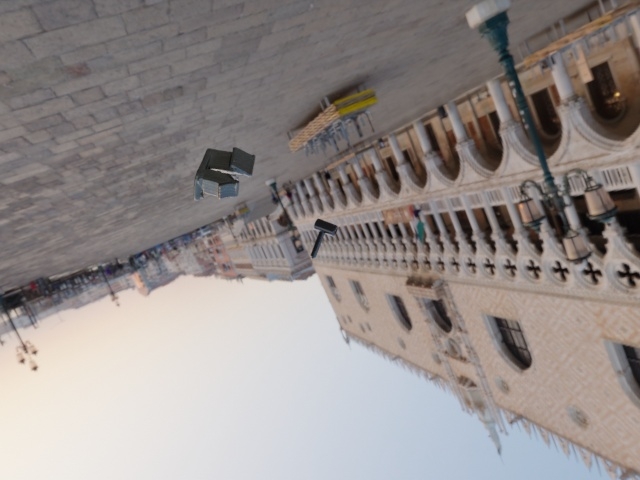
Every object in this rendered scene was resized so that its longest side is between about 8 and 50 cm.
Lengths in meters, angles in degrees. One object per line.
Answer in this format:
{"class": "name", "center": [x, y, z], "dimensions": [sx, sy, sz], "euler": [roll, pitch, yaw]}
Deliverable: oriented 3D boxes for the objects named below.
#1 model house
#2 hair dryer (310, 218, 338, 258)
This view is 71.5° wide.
{"class": "model house", "center": [-0.325, -0.234, 1.516], "dimensions": [0.188, 0.122, 0.229], "euler": [6, -123, 9]}
{"class": "hair dryer", "center": [0.000, 0.000, 0.918], "dimensions": [0.047, 0.083, 0.026], "euler": [22, 177, 15]}
